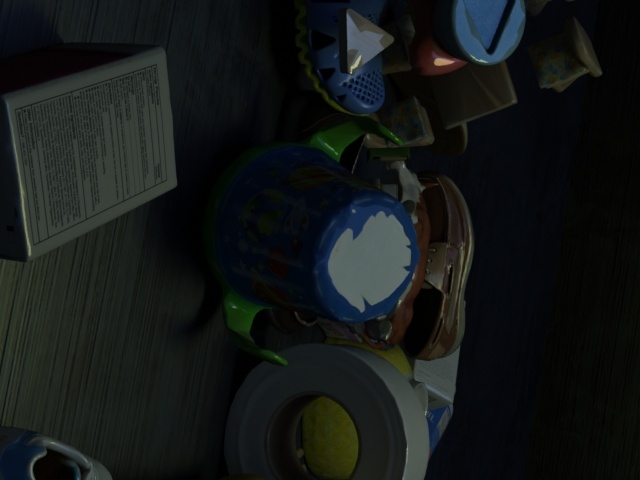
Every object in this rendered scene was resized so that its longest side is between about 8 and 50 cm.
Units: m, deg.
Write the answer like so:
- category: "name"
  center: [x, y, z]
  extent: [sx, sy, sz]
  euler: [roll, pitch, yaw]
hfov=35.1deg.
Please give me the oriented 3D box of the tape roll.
- category: "tape roll"
  center: [0.009, 0.289, 1.438]
  extent: [0.100, 0.286, 0.286]
  euler: [16, 83, -65]

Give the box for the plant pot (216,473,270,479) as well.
- category: "plant pot"
  center: [-0.121, 0.413, 1.279]
  extent: [0.239, 0.253, 0.254]
  euler: [-41, 136, -77]

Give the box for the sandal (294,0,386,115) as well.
- category: "sandal"
  center: [0.036, -0.328, 1.409]
  extent: [0.126, 0.138, 0.318]
  euler: [-36, 116, -46]

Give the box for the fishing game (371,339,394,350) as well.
- category: "fishing game"
  center: [0.111, 0.094, 1.722]
  extent: [0.264, 0.041, 0.189]
  euler: [11, 85, -57]

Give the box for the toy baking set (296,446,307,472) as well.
- category: "toy baking set"
  center: [-0.069, 0.433, 1.627]
  extent: [0.256, 0.030, 0.197]
  euler: [-27, 125, -60]

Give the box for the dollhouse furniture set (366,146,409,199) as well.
- category: "dollhouse furniture set"
  center: [0.096, -0.055, 1.439]
  extent: [0.076, 0.058, 0.152]
  euler: [121, -31, -83]

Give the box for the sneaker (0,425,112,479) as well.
- category: "sneaker"
  center: [-0.274, 0.254, 1.050]
  extent: [0.229, 0.092, 0.088]
  euler: [48, 53, -60]

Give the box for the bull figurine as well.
- category: "bull figurine"
  center: [0.113, 0.018, 1.569]
  extent: [0.188, 0.101, 0.311]
  euler: [14, 83, -73]

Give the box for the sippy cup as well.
- category: "sippy cup"
  center: [0.000, 0.000, 1.305]
  extent: [0.240, 0.224, 0.306]
  euler: [-11, 109, -33]

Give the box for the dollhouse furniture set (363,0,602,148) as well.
- category: "dollhouse furniture set"
  center: [0.176, -0.377, 1.537]
  extent: [0.256, 0.362, 0.394]
  euler: [9, 63, -64]

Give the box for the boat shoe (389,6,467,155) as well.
- category: "boat shoe"
  center: [0.214, -0.289, 1.891]
  extent: [0.110, 0.121, 0.341]
  euler: [-67, 150, -27]

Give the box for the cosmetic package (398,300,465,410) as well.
- category: "cosmetic package"
  center: [0.208, 0.203, 1.990]
  extent: [0.117, 0.085, 0.231]
  euler: [33, 52, -28]

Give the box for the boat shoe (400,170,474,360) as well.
- category: "boat shoe"
  center: [0.181, 0.047, 1.685]
  extent: [0.116, 0.123, 0.325]
  euler: [-13, 102, -54]

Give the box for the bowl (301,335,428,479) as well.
- category: "bowl"
  center: [0.098, 0.291, 1.785]
  extent: [0.289, 0.156, 0.290]
  euler: [-29, 123, -59]

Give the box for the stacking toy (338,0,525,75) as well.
- category: "stacking toy"
  center: [0.146, -0.362, 1.319]
  extent: [0.279, 0.130, 0.309]
  euler: [-20, 108, -27]

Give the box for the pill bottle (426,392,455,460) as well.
- category: "pill bottle"
  center: [0.196, 0.357, 2.051]
  extent: [0.221, 0.124, 0.124]
  euler: [-51, 141, -50]

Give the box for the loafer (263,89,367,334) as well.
- category: "loafer"
  center: [-0.006, -0.038, 1.488]
  extent: [0.133, 0.130, 0.366]
  euler: [4, 94, -65]

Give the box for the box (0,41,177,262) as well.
- category: "box"
  center: [-0.254, -0.093, 0.945]
  extent: [0.232, 0.126, 0.149]
  euler: [-37, 130, -57]

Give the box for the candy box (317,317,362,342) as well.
- category: "candy box"
  center: [0.044, 0.048, 1.691]
  extent: [0.165, 0.070, 0.196]
  euler: [55, 48, -57]
